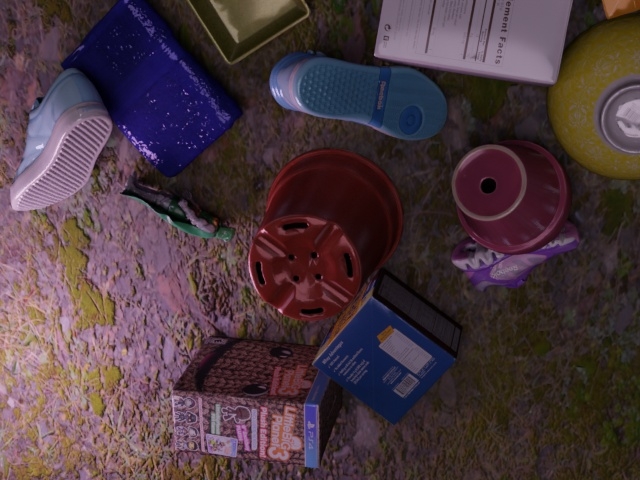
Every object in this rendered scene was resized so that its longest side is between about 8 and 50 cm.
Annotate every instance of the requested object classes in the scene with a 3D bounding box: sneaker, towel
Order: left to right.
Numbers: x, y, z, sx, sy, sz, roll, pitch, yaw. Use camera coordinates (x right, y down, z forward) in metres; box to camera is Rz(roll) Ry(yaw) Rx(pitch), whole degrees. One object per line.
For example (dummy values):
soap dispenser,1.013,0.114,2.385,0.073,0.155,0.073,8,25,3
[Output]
sneaker,-0.513,-0.194,1.935,0.366,0.135,0.150,-40,64,40
towel,-0.312,-0.291,1.880,0.227,0.076,0.308,-36,100,30
sneaker,0.057,-0.267,1.780,0.318,0.208,0.127,12,98,-30
sneaker,0.366,0.033,1.841,0.236,0.095,0.105,-16,114,24

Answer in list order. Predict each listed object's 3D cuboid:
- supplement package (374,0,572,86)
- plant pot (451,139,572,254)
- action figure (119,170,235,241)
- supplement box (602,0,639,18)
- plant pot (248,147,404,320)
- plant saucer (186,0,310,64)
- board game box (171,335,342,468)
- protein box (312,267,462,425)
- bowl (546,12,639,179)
supplement package,0.254,-0.361,1.640,0.292,0.177,0.175,11,98,8
plant pot,0.314,-0.084,1.711,0.201,0.180,0.201,-4,81,25
action figure,-0.272,-0.060,1.947,0.232,0.137,0.064,27,103,-8
supplement box,0.479,-0.469,1.548,0.129,0.194,0.191,-15,108,18
plant pot,0.000,0.000,1.813,0.272,0.265,0.273,4,112,11
plant saucer,-0.135,-0.441,1.787,0.188,0.045,0.188,-28,102,22
board game box,-0.118,0.315,1.986,0.290,0.232,0.141,4,112,11
protein box,0.131,0.204,1.935,0.201,0.136,0.200,37,115,-3
bowl,0.521,-0.221,1.661,0.289,0.156,0.290,5,112,12
